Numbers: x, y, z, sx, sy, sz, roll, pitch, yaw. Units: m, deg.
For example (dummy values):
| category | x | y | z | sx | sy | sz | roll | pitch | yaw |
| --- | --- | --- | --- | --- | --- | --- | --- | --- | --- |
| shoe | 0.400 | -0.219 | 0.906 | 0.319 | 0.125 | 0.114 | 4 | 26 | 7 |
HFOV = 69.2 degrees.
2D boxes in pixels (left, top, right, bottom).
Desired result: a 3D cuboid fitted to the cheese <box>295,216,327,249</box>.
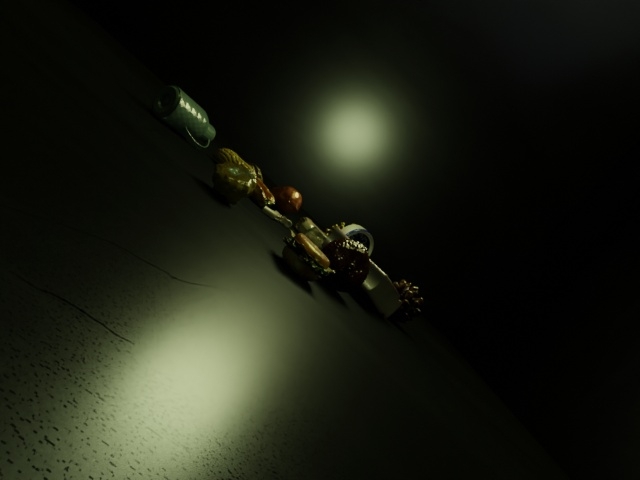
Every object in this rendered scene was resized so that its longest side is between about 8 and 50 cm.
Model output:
| category | x | y | z | sx | sy | sz | roll | pitch | yaw |
| --- | --- | --- | --- | --- | --- | --- | --- | --- | --- |
| cheese | 0.000 | 0.000 | 2.267 | 0.286 | 0.082 | 0.163 | 42 | 6 | -16 |

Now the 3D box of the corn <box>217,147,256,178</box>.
| category | x | y | z | sx | sy | sz | roll | pitch | yaw |
| --- | --- | --- | --- | --- | --- | --- | --- | --- | --- |
| corn | -0.364 | -0.310 | 1.981 | 0.106 | 0.106 | 0.293 | 38 | 4 | -44 |

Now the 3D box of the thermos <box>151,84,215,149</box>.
| category | x | y | z | sx | sy | sz | roll | pitch | yaw |
| --- | --- | --- | --- | --- | --- | --- | --- | --- | --- |
| thermos | -0.536 | -0.483 | 1.888 | 0.286 | 0.145 | 0.182 | 37 | 39 | -59 |

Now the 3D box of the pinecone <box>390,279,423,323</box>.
| category | x | y | z | sx | sy | sz | roll | pitch | yaw |
| --- | --- | --- | --- | --- | --- | --- | --- | --- | --- |
| pinecone | 0.372 | 0.280 | 2.165 | 0.229 | 0.201 | 0.202 | 73 | -5 | -46 |

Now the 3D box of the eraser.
| category | x | y | z | sx | sy | sz | roll | pitch | yaw |
| --- | --- | --- | --- | --- | --- | --- | --- | --- | --- |
| eraser | 0.171 | 0.138 | 1.990 | 0.359 | 0.122 | 0.272 | 46 | -5 | 39 |

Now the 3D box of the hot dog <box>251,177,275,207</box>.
| category | x | y | z | sx | sy | sz | roll | pitch | yaw |
| --- | --- | --- | --- | --- | --- | --- | --- | --- | --- |
| hot dog | -0.276 | -0.219 | 2.000 | 0.115 | 0.072 | 0.269 | 40 | 7 | -37 |

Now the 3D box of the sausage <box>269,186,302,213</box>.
| category | x | y | z | sx | sy | sz | roll | pitch | yaw |
| --- | --- | --- | --- | --- | --- | --- | --- | --- | --- |
| sausage | -0.162 | -0.178 | 2.084 | 0.133 | 0.133 | 0.258 | 41 | -15 | -21 |

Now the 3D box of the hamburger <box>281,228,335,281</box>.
| category | x | y | z | sx | sy | sz | roll | pitch | yaw |
| --- | --- | --- | --- | --- | --- | --- | --- | --- | --- |
| hamburger | -0.046 | 0.051 | 1.348 | 0.164 | 0.093 | 0.189 | 43 | 6 | -16 |

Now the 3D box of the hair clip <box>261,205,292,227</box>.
| category | x | y | z | sx | sy | sz | roll | pitch | yaw |
| --- | --- | --- | --- | --- | --- | --- | --- | --- | --- |
| hair clip | -0.181 | -0.098 | 1.939 | 0.072 | 0.034 | 0.226 | 45 | 6 | 16 |

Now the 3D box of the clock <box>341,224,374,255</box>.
| category | x | y | z | sx | sy | sz | roll | pitch | yaw |
| --- | --- | --- | --- | --- | --- | --- | --- | --- | --- |
| clock | 0.171 | 0.031 | 2.474 | 0.230 | 0.230 | 0.083 | 39 | 5 | -37 |

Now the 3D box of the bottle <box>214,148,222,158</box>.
| category | x | y | z | sx | sy | sz | roll | pitch | yaw |
| --- | --- | --- | --- | --- | --- | --- | --- | --- | --- |
| bottle | -0.443 | -0.381 | 2.193 | 0.053 | 0.053 | 0.140 | 46 | 6 | 33 |

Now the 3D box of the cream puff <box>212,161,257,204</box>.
| category | x | y | z | sx | sy | sz | roll | pitch | yaw |
| --- | --- | --- | --- | --- | --- | --- | --- | --- | --- |
| cream puff | -0.273 | -0.168 | 1.427 | 0.146 | 0.116 | 0.146 | 21 | 34 | -15 |

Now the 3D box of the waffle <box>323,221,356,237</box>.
| category | x | y | z | sx | sy | sz | roll | pitch | yaw |
| --- | --- | --- | --- | --- | --- | --- | --- | --- | --- |
| waffle | 0.123 | -0.009 | 2.560 | 0.228 | 0.231 | 0.051 | 46 | 27 | -45 |

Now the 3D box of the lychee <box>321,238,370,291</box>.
| category | x | y | z | sx | sy | sz | roll | pitch | yaw |
| --- | --- | --- | --- | --- | --- | --- | --- | --- | --- |
| lychee | 0.074 | 0.084 | 1.586 | 0.194 | 0.194 | 0.194 | 42 | 5 | -4 |

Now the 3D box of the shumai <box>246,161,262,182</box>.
| category | x | y | z | sx | sy | sz | roll | pitch | yaw |
| --- | --- | --- | --- | --- | --- | --- | --- | --- | --- |
| shumai | -0.357 | -0.323 | 2.312 | 0.139 | 0.105 | 0.123 | -121 | -151 | -42 |
